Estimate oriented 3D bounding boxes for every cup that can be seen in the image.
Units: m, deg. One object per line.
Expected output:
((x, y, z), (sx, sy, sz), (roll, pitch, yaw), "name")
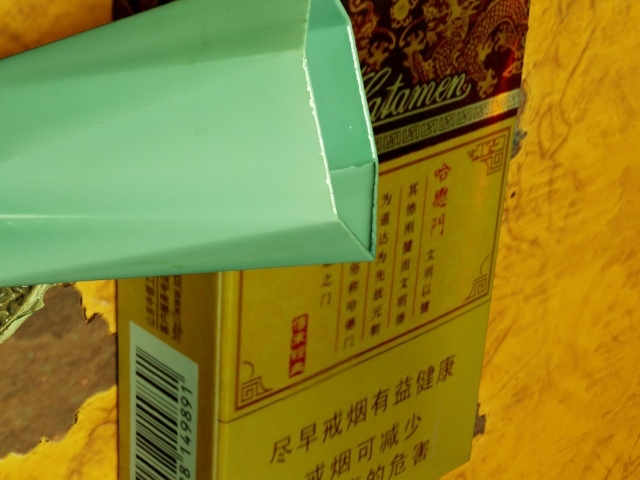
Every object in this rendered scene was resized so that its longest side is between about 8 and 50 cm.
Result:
((-0.098, -0.045, 0.706), (0.148, 0.236, 0.134), (46, 38, -65), "cup")

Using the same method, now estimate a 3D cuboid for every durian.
((-0.172, 0.004, 0.818), (0.130, 0.052, 0.066), (-60, 179, 1), "durian")

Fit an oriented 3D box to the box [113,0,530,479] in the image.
((0.000, 0.000, 0.932), (0.264, 0.116, 0.415), (-21, 125, -38), "box")
